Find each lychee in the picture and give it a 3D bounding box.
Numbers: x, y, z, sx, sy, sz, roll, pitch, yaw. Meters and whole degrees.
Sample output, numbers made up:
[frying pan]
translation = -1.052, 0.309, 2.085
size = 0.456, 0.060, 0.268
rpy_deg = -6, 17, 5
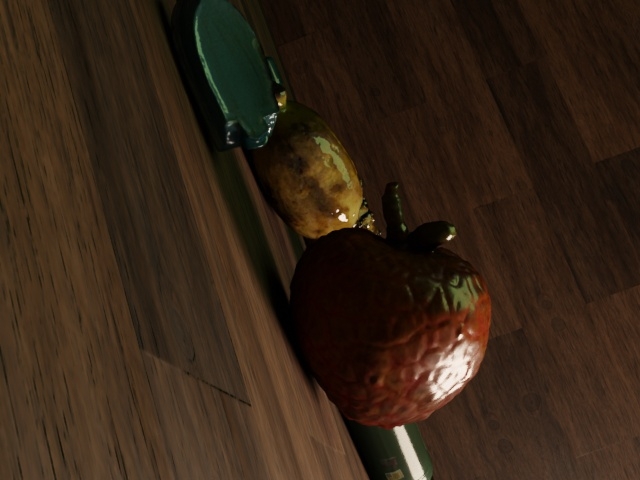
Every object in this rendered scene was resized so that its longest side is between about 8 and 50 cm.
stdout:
[lychee]
translation = 0.083, 0.083, 1.159
size = 0.255, 0.255, 0.300
rpy_deg = 29, 75, -84

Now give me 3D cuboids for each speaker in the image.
[speaker]
translation = -0.125, -0.343, 1.990
size = 0.094, 0.060, 0.075
rpy_deg = -29, -100, 58

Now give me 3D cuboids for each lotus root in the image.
[lotus root]
translation = -0.027, -0.110, 1.413
size = 0.314, 0.141, 0.169
rpy_deg = 57, 6, -26

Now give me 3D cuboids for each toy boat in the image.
[toy boat]
translation = -0.124, -0.195, 1.092
size = 0.102, 0.088, 0.215
rpy_deg = -27, -97, 59

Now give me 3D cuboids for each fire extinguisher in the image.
[fire extinguisher]
translation = 0.104, 0.286, 1.378
size = 0.095, 0.114, 0.311
rpy_deg = -73, 146, -58

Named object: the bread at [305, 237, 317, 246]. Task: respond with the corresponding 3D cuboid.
[bread]
translation = 0.000, 0.000, 1.818
size = 0.066, 0.060, 0.110
rpy_deg = 109, -28, -47
